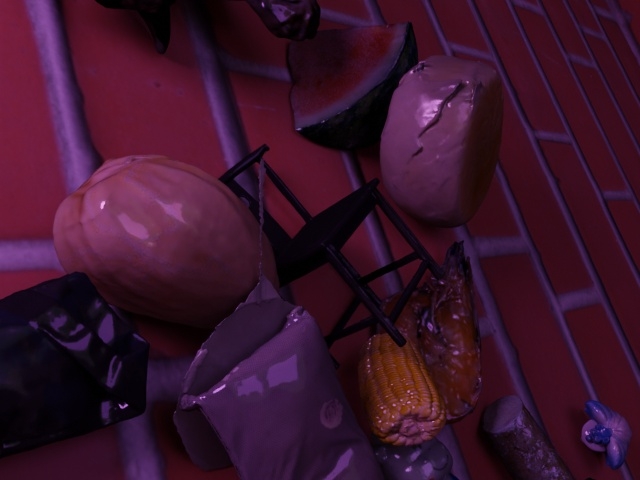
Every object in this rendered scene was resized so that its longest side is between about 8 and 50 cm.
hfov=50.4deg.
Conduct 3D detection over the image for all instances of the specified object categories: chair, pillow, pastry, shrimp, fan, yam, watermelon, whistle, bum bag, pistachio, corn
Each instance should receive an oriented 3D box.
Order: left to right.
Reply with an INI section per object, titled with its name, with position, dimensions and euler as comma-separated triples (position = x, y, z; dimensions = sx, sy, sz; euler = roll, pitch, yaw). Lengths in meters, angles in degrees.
[bum bag]
position = -0.273, 0.112, 0.509
dimensions = 0.310, 0.074, 0.137
euler = -14, 87, -41
[pistachio]
position = -0.138, 0.008, 0.656
dimensions = 0.229, 0.157, 0.157
euler = 34, 45, -36
[fan]
position = -0.060, 0.074, 0.645
dimensions = 0.182, 0.010, 0.310
euler = -11, 113, -41
[pillow]
position = -0.013, 0.209, 0.642
dimensions = 0.169, 0.059, 0.255
euler = -32, 105, -28
[chair]
position = 0.000, 0.000, 0.795
dimensions = 0.260, 0.141, 0.154
euler = 50, 45, -10
[watermelon]
position = 0.042, -0.242, 0.981
dimensions = 0.202, 0.207, 0.136
euler = 30, 19, -6
[corn]
position = 0.086, 0.162, 0.762
dimensions = 0.063, 0.085, 0.165
euler = 56, 10, -21
[shrimp]
position = 0.152, 0.106, 0.935
dimensions = 0.164, 0.062, 0.317
euler = 31, 45, -16
[whistle]
position = 0.128, 0.300, 0.760
dimensions = 0.110, 0.092, 0.244
euler = -17, 76, -51
[pastry]
position = 0.184, -0.147, 0.997
dimensions = 0.265, 0.133, 0.265
euler = -37, 137, -46
[yam]
position = 0.291, 0.303, 0.926
dimensions = 0.078, 0.078, 0.179
euler = -30, 88, -49

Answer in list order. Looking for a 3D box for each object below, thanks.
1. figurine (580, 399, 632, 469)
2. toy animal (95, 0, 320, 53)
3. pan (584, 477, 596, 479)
[figurine]
position = 0.456, 0.311, 1.092
dimensions = 0.114, 0.079, 0.114
euler = 63, 5, -9
[toy animal]
position = -0.166, -0.350, 0.816
dimensions = 0.344, 0.194, 0.303
euler = -28, 81, -43
[pan]
position = 0.413, 0.446, 0.972
dimensions = 0.128, 0.048, 0.202
euler = -24, 81, -47
